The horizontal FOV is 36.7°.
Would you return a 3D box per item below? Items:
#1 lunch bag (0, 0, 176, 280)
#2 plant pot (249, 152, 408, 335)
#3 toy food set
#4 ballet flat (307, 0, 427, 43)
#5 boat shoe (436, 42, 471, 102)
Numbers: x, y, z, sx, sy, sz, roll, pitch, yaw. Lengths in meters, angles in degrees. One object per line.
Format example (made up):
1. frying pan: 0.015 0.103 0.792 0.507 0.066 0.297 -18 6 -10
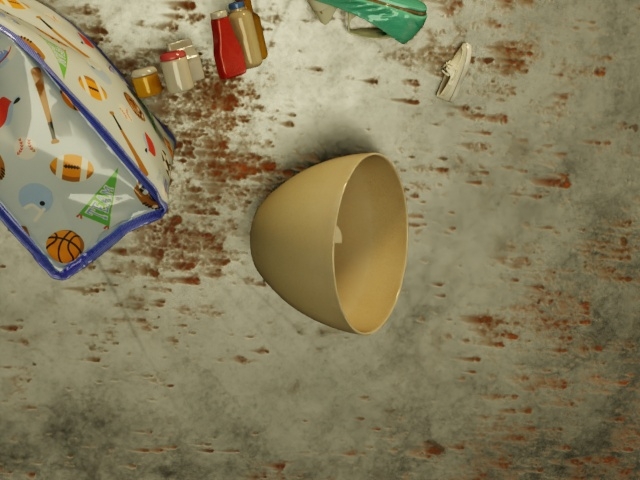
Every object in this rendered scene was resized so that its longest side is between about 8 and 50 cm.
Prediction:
1. lunch bag: -0.403 -0.183 1.358 0.238 0.328 0.385 -33 113 5
2. plant pot: 0.000 0.000 1.542 0.190 0.284 0.284 4 113 27
3. toy food set: -0.174 -0.293 1.434 0.232 0.111 0.105 -22 112 -27
4. ballet flat: 0.044 -0.365 1.498 0.247 0.083 0.087 19 119 -13
5. boat shoe: 0.216 -0.277 1.580 0.035 0.035 0.100 12 113 -16
